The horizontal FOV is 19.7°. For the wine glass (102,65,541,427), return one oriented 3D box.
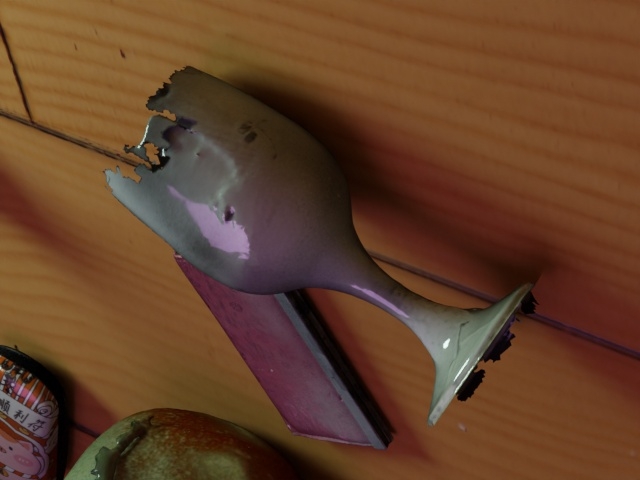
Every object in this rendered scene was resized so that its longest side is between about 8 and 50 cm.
[{"bbox_3d":[0.000,0.000,1.349,0.321,0.143,0.143,34,148,10],"label":"wine glass"}]

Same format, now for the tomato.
[{"bbox_3d":[-0.152,0.302,1.743,0.239,0.303,0.303,38,149,-4],"label":"tomato"}]

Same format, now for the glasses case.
[{"bbox_3d":[-0.325,0.201,1.993,0.103,0.067,0.267,29,148,11],"label":"glasses case"}]

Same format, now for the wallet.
[{"bbox_3d":[-0.033,0.093,1.602,0.119,0.025,0.232,2,134,43],"label":"wallet"}]
